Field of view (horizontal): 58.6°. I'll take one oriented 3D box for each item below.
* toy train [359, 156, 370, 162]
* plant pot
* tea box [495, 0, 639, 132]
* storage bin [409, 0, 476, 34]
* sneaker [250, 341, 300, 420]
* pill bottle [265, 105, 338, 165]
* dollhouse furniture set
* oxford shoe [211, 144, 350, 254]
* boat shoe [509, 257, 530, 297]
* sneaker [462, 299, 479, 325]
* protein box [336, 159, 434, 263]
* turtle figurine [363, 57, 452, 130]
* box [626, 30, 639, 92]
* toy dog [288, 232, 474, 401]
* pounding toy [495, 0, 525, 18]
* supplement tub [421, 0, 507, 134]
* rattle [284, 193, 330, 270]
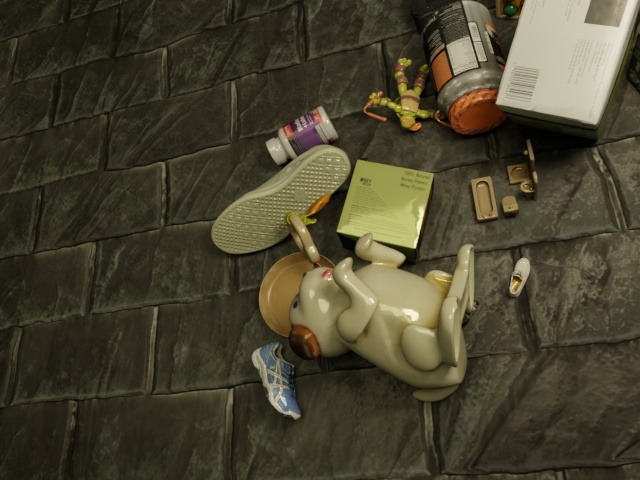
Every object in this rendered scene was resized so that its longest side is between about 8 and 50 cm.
[{"bbox_3d":[0.114,-0.158,1.577,0.036,0.027,0.158,-3,69,21],"label":"toy train"},{"bbox_3d":[-0.049,0.145,1.514,0.237,0.032,0.236,-7,68,18],"label":"plant pot"},{"bbox_3d":[0.573,-0.423,1.297,0.220,0.324,0.328,19,100,26],"label":"tea box"},{"bbox_3d":[0.357,-0.699,1.671,0.180,0.084,0.122,-16,65,12],"label":"storage bin"},{"bbox_3d":[-0.100,0.348,1.425,0.081,0.080,0.211,-35,63,7],"label":"sneaker"},{"bbox_3d":[-0.056,-0.296,1.646,0.194,0.108,0.108,-28,63,7],"label":"pill bottle"},{"bbox_3d":[0.448,-0.142,1.395,0.151,0.123,0.144,-10,67,16],"label":"dollhouse furniture set"},{"bbox_3d":[-0.110,-0.113,1.592,0.449,0.169,0.130,-35,22,12],"label":"oxford shoe"},{"bbox_3d":[0.470,0.085,1.348,0.035,0.035,0.100,20,78,26],"label":"boat shoe"},{"bbox_3d":[0.283,0.151,1.373,0.178,0.072,0.077,20,88,31],"label":"sneaker"},{"bbox_3d":[0.169,-0.072,1.447,0.200,0.136,0.201,12,74,14],"label":"protein box"},{"bbox_3d":[0.259,-0.388,1.584,0.270,0.087,0.217,10,68,0],"label":"turtle figurine"},{"bbox_3d":[0.827,-0.449,1.348,0.147,0.180,0.077,-28,64,9],"label":"box"},{"bbox_3d":[0.127,0.170,1.297,0.408,0.395,0.284,6,41,22],"label":"toy dog"},{"bbox_3d":[0.565,-0.687,1.522,0.181,0.206,0.094,13,75,24],"label":"pounding toy"},{"bbox_3d":[0.386,-0.451,1.499,0.194,0.193,0.315,-13,66,15],"label":"supplement tub"},{"bbox_3d":[0.000,0.000,1.493,0.143,0.130,0.199,-23,70,-27],"label":"rattle"}]
